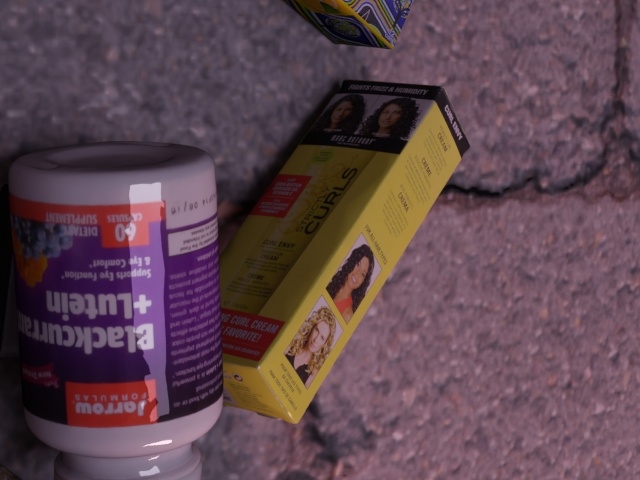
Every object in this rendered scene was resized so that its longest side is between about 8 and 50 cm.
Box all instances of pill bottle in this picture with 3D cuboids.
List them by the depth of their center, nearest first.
[{"bbox_3d":[-0.106,0.050,0.786,0.108,0.108,0.193,-14,108,-43],"label":"pill bottle"}]

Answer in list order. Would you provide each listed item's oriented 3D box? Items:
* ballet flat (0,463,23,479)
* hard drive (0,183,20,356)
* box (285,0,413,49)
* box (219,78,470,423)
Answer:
[{"bbox_3d":[-0.194,0.140,0.795,0.084,0.058,0.250,-41,128,13],"label":"ballet flat"},{"bbox_3d":[-0.126,0.018,0.854,0.135,0.022,0.094,2,97,-45],"label":"hard drive"},{"bbox_3d":[-0.011,-0.184,0.904,0.169,0.054,0.059,35,74,-43],"label":"box"},{"bbox_3d":[0.000,0.000,0.913,0.232,0.087,0.058,-56,136,-28],"label":"box"}]
